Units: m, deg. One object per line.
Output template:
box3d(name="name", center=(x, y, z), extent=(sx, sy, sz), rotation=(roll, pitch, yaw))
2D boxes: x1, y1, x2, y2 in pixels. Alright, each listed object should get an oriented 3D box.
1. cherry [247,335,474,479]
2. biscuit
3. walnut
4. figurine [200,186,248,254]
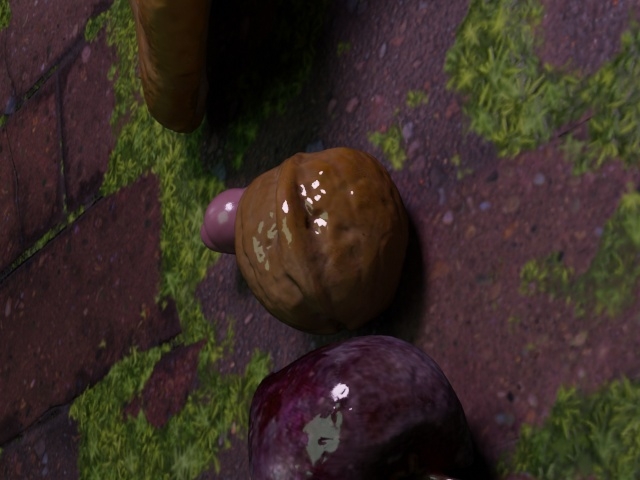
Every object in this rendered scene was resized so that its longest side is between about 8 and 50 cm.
box3d(name="cherry", center=(0.030, 0.168, 0.892), extent=(0.195, 0.195, 0.195), rotation=(-17, 68, 47))
box3d(name="biscuit", center=(-0.153, -0.355, 1.161), extent=(0.446, 0.104, 0.429), rotation=(121, 150, -76))
box3d(name="walnut", center=(0.000, 0.000, 0.996), extent=(0.166, 0.149, 0.166), rotation=(-3, 81, 23))
box3d(name="figurine", center=(-0.080, -0.021, 1.153), extent=(0.083, 0.071, 0.067), rotation=(-54, 45, 25))
